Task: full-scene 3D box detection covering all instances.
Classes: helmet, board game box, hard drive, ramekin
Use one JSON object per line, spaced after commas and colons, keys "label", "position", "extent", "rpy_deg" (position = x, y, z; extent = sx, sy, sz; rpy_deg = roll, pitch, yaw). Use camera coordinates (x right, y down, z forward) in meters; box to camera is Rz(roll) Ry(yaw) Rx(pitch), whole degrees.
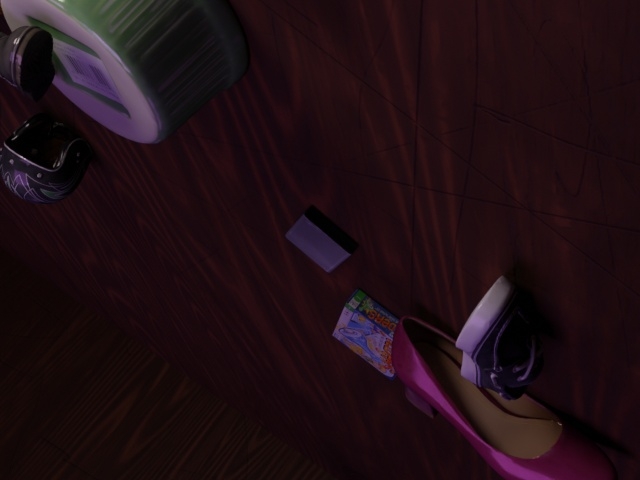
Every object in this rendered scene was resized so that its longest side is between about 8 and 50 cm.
{"label": "helmet", "position": [-0.543, -0.150, 2.111], "extent": [0.169, 0.161, 0.169], "rpy_deg": [34, 160, 14]}
{"label": "board game box", "position": [0.094, 0.162, 1.830], "extent": [0.136, 0.035, 0.201], "rpy_deg": [37, 160, 8]}
{"label": "hard drive", "position": [0.000, 0.000, 1.662], "extent": [0.094, 0.022, 0.135], "rpy_deg": [40, 161, -2]}
{"label": "ramekin", "position": [-0.253, -0.262, 1.354], "extent": [0.303, 0.148, 0.303], "rpy_deg": [34, 160, 14]}

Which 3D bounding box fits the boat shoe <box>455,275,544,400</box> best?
{"label": "boat shoe", "position": [0.243, 0.141, 1.407], "extent": [0.102, 0.108, 0.301], "rpy_deg": [33, 162, 19]}

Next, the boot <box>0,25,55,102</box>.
{"label": "boot", "position": [-0.432, -0.254, 1.316], "extent": [0.208, 0.076, 0.189], "rpy_deg": [33, 161, -4]}

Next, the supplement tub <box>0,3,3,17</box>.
{"label": "supplement tub", "position": [-0.544, -0.397, 1.503], "extent": [0.338, 0.207, 0.207], "rpy_deg": [17, 150, 48]}

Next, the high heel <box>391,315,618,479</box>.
{"label": "high heel", "position": [0.261, 0.246, 1.593], "extent": [0.377, 0.127, 0.181], "rpy_deg": [22, 147, 29]}
